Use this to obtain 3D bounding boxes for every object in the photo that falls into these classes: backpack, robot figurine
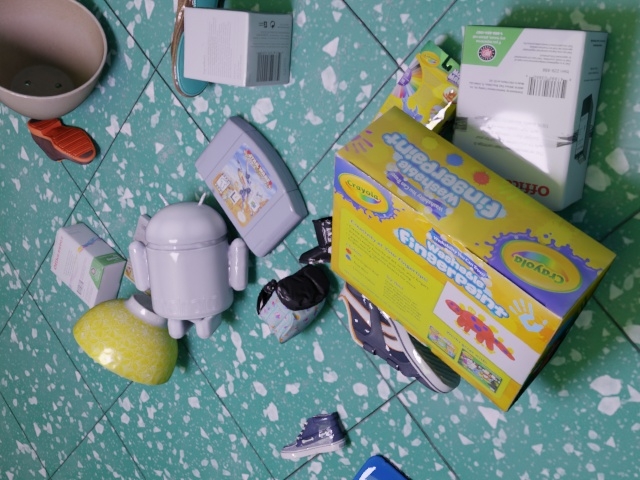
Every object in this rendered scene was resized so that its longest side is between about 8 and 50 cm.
[{"bbox_3d":[-0.068,0.149,1.646,0.115,0.151,0.182,59,140,20],"label":"backpack"},{"bbox_3d":[-0.317,0.058,1.769,0.299,0.200,0.354,-3,103,6],"label":"robot figurine"}]

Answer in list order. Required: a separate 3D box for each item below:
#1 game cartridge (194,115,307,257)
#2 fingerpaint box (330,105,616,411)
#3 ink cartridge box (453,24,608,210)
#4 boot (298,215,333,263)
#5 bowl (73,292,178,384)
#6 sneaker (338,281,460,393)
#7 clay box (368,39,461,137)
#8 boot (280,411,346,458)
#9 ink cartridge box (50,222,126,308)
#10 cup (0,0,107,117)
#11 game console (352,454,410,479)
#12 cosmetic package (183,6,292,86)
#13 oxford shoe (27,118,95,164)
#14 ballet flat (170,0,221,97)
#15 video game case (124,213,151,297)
[{"bbox_3d":[-0.163,-0.132,1.698,0.297,0.062,0.198,55,131,12],"label":"game cartridge"},{"bbox_3d":[0.233,0.038,1.280,0.444,0.163,0.371,38,154,23],"label":"fingerpaint box"},{"bbox_3d":[0.350,-0.215,1.246,0.211,0.121,0.289,16,111,34],"label":"ink cartridge box"},{"bbox_3d":[-0.001,0.000,1.615,0.121,0.045,0.099,-4,102,30],"label":"boot"},{"bbox_3d":[-0.485,0.233,1.922,0.289,0.289,0.156,35,97,25],"label":"bowl"},{"bbox_3d":[0.156,0.195,1.502,0.127,0.126,0.321,-49,61,30],"label":"sneaker"},{"bbox_3d":[0.197,-0.257,1.394,0.127,0.053,0.222,47,124,17],"label":"clay box"},{"bbox_3d":[-0.026,0.469,1.754,0.190,0.069,0.086,-21,82,30],"label":"boot"},{"bbox_3d":[-0.677,0.071,2.111,0.212,0.093,0.154,35,120,23],"label":"ink cartridge box"},{"bbox_3d":[-0.732,-0.449,1.906,0.331,0.331,0.237,56,154,11],"label":"cup"},{"bbox_3d":[0.178,0.678,1.675,0.293,0.173,0.250,37,90,23],"label":"game console"},{"bbox_3d":[-0.179,-0.419,1.569,0.183,0.151,0.152,16,111,31],"label":"cosmetic package"},{"bbox_3d":[-0.728,-0.268,2.073,0.271,0.097,0.098,32,139,31],"label":"oxford shoe"},{"bbox_3d":[-0.294,-0.508,1.670,0.124,0.116,0.343,34,122,49],"label":"ballet flat"},{"bbox_3d":[-0.433,0.072,1.971,0.227,0.026,0.206,36,121,23],"label":"video game case"}]
